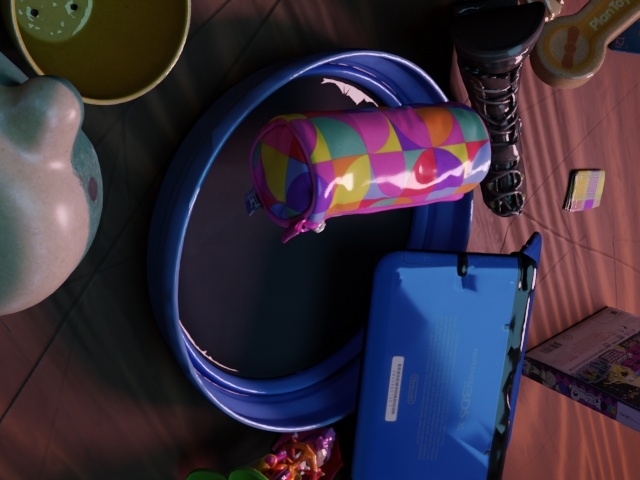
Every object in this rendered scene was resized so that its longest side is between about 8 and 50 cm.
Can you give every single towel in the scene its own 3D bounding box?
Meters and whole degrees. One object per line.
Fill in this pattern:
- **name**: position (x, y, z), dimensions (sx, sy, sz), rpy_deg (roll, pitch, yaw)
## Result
- **towel**: position (0.385, -0.074, 1.224), dimensions (0.083, 0.009, 0.060), rpy_deg (-8, 111, -41)

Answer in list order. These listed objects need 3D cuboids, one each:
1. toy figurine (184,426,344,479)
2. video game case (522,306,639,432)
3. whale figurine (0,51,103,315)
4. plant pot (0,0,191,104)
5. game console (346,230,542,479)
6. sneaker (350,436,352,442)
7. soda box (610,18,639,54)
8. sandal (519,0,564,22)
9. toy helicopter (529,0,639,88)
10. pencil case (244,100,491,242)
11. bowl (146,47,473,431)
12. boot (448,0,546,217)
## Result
- **toy figurine**: position (-0.036, 0.241, 0.886), dimensions (0.159, 0.130, 0.173), rpy_deg (-34, 166, -43)
- **video game case**: position (0.453, 0.183, 1.249), dimensions (0.232, 0.210, 0.041), rpy_deg (-20, 119, -37)
- **whale figurine**: position (-0.245, -0.084, 0.548), dimensions (0.141, 0.216, 0.271), rpy_deg (-71, 148, -57)
- **plant pot**: position (-0.176, -0.173, 0.612), dimensions (0.134, 0.095, 0.134), rpy_deg (-17, 117, -37)
- **game console**: position (0.151, 0.139, 0.969), dimensions (0.250, 0.173, 0.292), rpy_deg (3, 102, -11)
- **sneaker**: position (0.072, 0.276, 1.033), dimensions (0.125, 0.104, 0.261), rpy_deg (27, 79, -35)
- **soda box**: position (0.457, -0.356, 1.137), dimensions (0.071, 0.067, 0.210), rpy_deg (-8, 111, -40)
- **sandal**: position (0.218, -0.328, 0.938), dimensions (0.072, 0.049, 0.180), rpy_deg (-29, 109, -14)
- **toy helicopter**: position (0.371, -0.319, 1.002), dimensions (0.355, 0.235, 0.140), rpy_deg (-42, 172, -12)
- **pencil case**: position (0.047, -0.067, 0.750), dimensions (0.236, 0.104, 0.104), rpy_deg (-14, 116, -38)
- **bowl**: position (0.000, 0.000, 0.856), dimensions (0.391, 0.077, 0.390), rpy_deg (-18, 118, -37)
- **boot**: position (0.191, -0.131, 0.884), dimensions (0.263, 0.091, 0.228), rpy_deg (-73, 154, -67)
